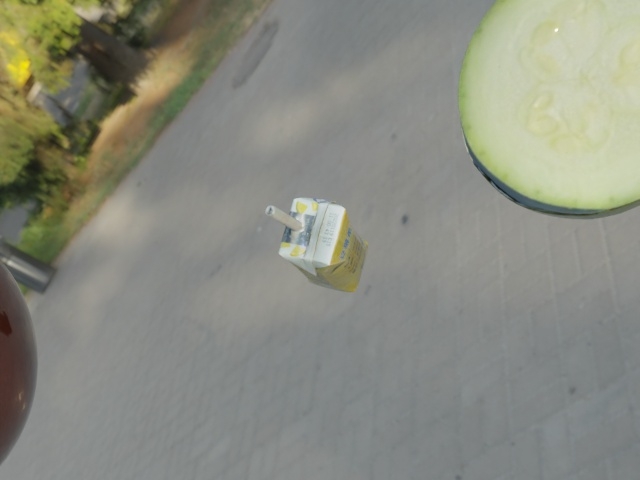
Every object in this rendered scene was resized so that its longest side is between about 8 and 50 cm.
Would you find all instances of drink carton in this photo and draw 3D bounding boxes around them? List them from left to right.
[{"bbox_3d":[0.000,0.000,1.022,0.200,0.075,0.084,49,-123,-72],"label":"drink carton"}]

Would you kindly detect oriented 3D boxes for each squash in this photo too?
[{"bbox_3d":[0.247,-0.139,0.859,0.252,0.049,0.252,-6,79,29],"label":"squash"}]

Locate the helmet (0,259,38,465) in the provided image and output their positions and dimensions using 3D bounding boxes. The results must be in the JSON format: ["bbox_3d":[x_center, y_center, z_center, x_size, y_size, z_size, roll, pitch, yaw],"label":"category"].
[{"bbox_3d":[-0.377,0.101,0.854,0.337,0.230,0.385,57,139,26],"label":"helmet"}]
